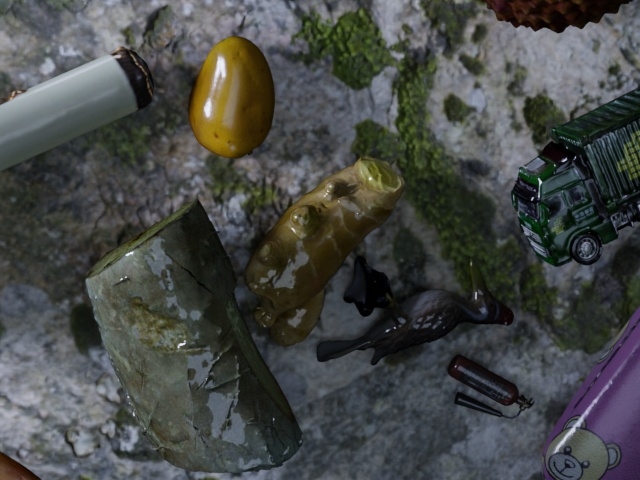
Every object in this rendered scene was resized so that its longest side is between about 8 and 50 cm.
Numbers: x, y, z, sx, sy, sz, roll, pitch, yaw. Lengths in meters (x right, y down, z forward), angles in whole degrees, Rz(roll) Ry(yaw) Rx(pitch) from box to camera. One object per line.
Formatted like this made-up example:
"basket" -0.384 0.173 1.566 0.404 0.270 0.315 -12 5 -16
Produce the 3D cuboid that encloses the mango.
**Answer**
"mango" -0.082 -0.134 1.729 0.080 0.060 0.114 -4 99 -15

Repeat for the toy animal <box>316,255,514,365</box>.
"toy animal" 0.097 0.072 1.823 0.202 0.070 0.105 -2 111 -20

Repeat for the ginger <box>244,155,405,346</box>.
"ginger" -0.011 0.001 1.761 0.115 0.081 0.205 28 94 -28

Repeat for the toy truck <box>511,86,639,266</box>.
"toy truck" 0.313 -0.077 1.822 0.259 0.088 0.121 -27 107 -8

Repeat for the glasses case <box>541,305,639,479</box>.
"glasses case" 0.346 0.142 1.878 0.123 0.076 0.316 36 92 -18

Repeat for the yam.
"yam" -0.124 0.099 1.723 0.154 0.154 0.254 -26 106 -7

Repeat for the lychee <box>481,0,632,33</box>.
"lychee" 0.231 -0.311 1.683 0.271 0.271 0.271 -3 102 -13

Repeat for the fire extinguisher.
"fire extinguisher" 0.169 0.156 1.863 0.100 0.032 0.046 30 83 -11

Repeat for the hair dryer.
"hair dryer" -0.300 -0.092 1.667 0.362 0.128 0.203 -26 105 -15

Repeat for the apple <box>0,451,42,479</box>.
"apple" -0.361 0.303 1.665 0.286 0.233 0.286 -2 103 -9
